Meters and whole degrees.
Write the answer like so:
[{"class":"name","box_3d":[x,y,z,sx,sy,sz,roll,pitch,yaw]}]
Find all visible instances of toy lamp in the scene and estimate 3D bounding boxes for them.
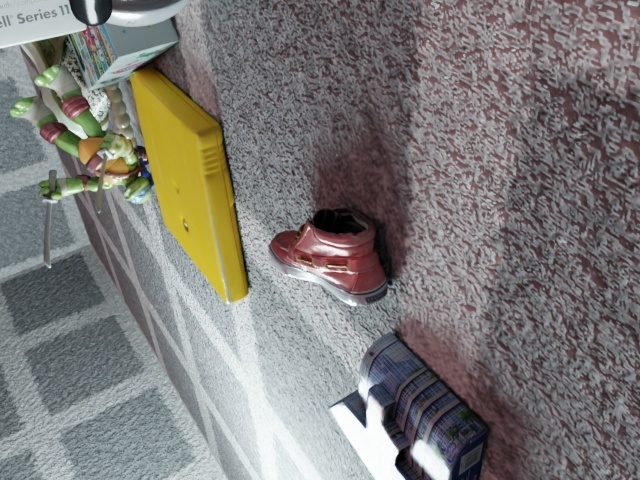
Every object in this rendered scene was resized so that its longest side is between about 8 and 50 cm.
[{"class":"toy lamp","box_3d":[-0.386,-0.269,1.211,0.080,0.080,0.274,39,148,47]}]

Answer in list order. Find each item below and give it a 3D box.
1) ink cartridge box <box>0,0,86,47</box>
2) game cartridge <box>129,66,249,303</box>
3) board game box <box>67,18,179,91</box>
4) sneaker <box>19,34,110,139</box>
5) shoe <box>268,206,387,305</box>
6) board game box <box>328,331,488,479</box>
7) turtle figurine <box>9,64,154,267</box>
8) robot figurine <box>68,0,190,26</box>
[{"class":"ink cartridge box","box_3d":[-0.461,-0.353,0.878,0.353,0.207,0.119,44,147,43]},{"class":"game cartridge","box_3d":[-0.215,-0.096,1.054,0.285,0.053,0.323,43,146,42]},{"class":"board game box","box_3d":[-0.331,-0.368,0.972,0.303,0.097,0.224,6,118,63]},{"class":"sneaker","box_3d":[-0.510,-0.414,1.322,0.182,0.158,0.410,-30,82,36]},{"class":"shoe","box_3d":[0.000,0.000,0.665,0.178,0.063,0.081,24,133,50]},{"class":"board game box","box_3d":[0.081,0.203,0.685,0.194,0.060,0.194,42,148,42]},{"class":"turtle figurine","box_3d":[-0.429,-0.149,1.110,0.266,0.275,0.198,51,151,-5]},{"class":"robot figurine","box_3d":[-0.183,-0.327,0.588,0.173,0.209,0.278,49,154,6]}]
